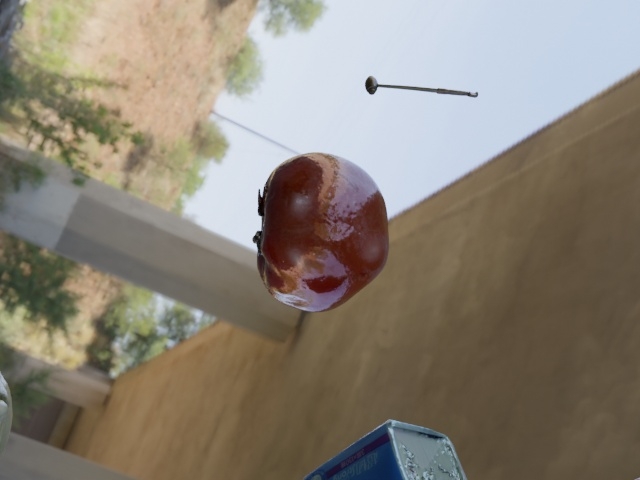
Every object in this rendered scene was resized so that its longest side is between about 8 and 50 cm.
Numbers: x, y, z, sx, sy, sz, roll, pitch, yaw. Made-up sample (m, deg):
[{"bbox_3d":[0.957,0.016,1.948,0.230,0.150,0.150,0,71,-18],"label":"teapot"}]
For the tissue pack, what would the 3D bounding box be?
[{"bbox_3d":[0.030,0.328,0.869,0.263,0.146,0.198,-37,-130,22],"label":"tissue pack"}]

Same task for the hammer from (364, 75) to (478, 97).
[{"bbox_3d":[0.109,-0.163,0.953,0.014,0.123,0.029,96,-3,-49],"label":"hammer"}]

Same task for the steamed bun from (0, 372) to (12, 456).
[{"bbox_3d":[-0.465,0.207,0.918,0.289,0.276,0.203,92,-26,-43],"label":"steamed bun"}]

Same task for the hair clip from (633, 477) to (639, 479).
[{"bbox_3d":[0.417,0.343,1.002,0.102,0.138,0.123,-57,-168,-31],"label":"hair clip"}]

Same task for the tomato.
[{"bbox_3d":[0.000,0.000,0.989,0.187,0.152,0.187,-172,-90,-78],"label":"tomato"}]
